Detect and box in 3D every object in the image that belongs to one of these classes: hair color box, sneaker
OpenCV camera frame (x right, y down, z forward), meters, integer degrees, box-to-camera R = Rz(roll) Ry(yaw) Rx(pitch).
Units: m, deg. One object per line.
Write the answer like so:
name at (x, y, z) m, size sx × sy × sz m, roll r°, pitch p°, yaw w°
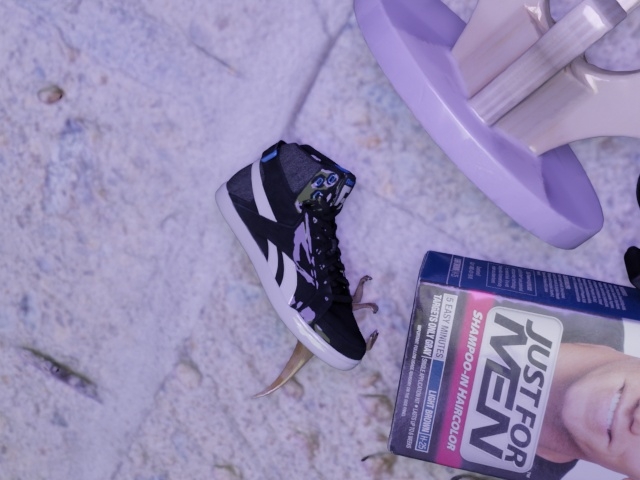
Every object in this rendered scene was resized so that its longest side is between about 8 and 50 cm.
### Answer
hair color box at (0.247, 0.132, 0.796) m, size 0.347 × 0.105 × 0.174 m, roll 10°, pitch 105°, yaw 9°
sneaker at (0.000, 0.000, 0.803) m, size 0.121 × 0.079 × 0.217 m, roll -41°, pitch 72°, yaw 19°

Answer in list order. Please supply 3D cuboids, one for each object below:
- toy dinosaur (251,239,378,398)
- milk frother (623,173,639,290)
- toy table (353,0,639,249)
toy dinosaur at (0.005, 0.086, 0.873) m, size 0.093 × 0.053 × 0.183 m, roll 25°, pitch 100°, yaw 21°
milk frother at (0.334, -0.001, 0.730) m, size 0.143 × 0.135 × 0.129 m, roll 18°, pitch 107°, yaw 7°
toy table at (0.171, -0.142, 0.688) m, size 0.274 × 0.252 × 0.161 m, roll 45°, pitch 123°, yaw -8°
